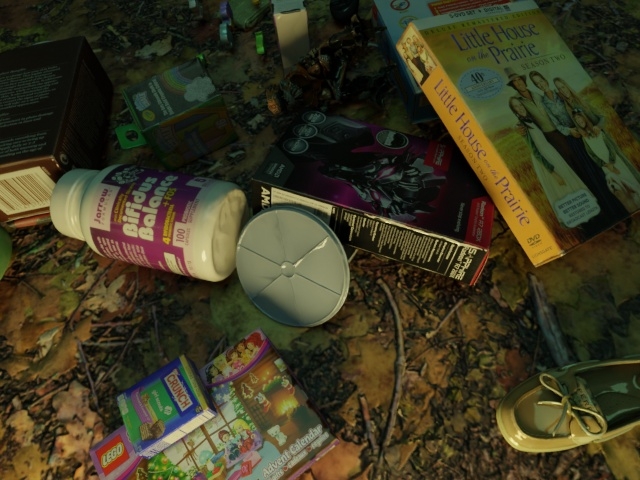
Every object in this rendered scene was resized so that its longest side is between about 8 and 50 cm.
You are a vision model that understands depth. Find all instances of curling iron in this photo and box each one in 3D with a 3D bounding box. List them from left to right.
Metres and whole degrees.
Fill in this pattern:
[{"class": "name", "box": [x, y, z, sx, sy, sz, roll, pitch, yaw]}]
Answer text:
[{"class": "curling iron", "box": [-0.485, -0.070, 0.877, 0.274, 0.035, 0.068, -9, 61, 1]}]

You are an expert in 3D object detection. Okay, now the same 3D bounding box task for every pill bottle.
[{"class": "pill bottle", "box": [-0.289, -0.039, 0.764, 0.302, 0.169, 0.169, 10, 64, 12]}]

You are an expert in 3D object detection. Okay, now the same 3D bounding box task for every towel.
[{"class": "towel", "box": [-0.184, -0.592, 1.130, 0.110, 0.027, 0.148, 27, 68, 20]}]

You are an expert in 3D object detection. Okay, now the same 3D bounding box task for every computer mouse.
[{"class": "computer mouse", "box": [0.070, -0.616, 1.114, 0.071, 0.041, 0.242, -4, 55, 23]}]

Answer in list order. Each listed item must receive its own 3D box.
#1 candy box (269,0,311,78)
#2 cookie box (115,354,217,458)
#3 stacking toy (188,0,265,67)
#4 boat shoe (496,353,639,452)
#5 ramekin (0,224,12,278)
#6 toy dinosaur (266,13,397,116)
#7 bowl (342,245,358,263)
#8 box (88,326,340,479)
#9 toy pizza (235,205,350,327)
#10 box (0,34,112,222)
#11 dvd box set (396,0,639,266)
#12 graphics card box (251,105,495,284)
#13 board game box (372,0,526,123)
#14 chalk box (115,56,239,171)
[{"class": "candy box", "box": [-0.069, -0.484, 0.980, 0.070, 0.165, 0.196, -10, 61, -1]}, {"class": "cookie box", "box": [-0.213, 0.228, 0.619, 0.107, 0.040, 0.092, -31, 59, -11]}, {"class": "stacking toy", "box": [-0.222, -0.512, 1.054, 0.167, 0.052, 0.221, -12, 68, 9]}, {"class": "boat shoe", "box": [0.380, 0.205, 0.602, 0.285, 0.089, 0.104, -18, 62, -3]}, {"class": "ramekin", "box": [-0.715, 0.033, 0.747, 0.304, 0.148, 0.303, -7, 48, 7]}, {"class": "toy dinosaur", "box": [0.022, -0.354, 0.905, 0.218, 0.164, 0.321, 0, 57, 39]}, {"class": "bowl", "box": [0.000, 0.000, 0.776, 0.142, 0.053, 0.142, 28, 68, 20]}, {"class": "box", "box": [-0.149, 0.291, 0.633, 0.293, 0.057, 0.201, -35, 63, -12]}, {"class": "toy pizza", "box": [-0.045, 0.042, 0.711, 0.201, 0.201, 0.032, 23, 23, 17]}, {"class": "box", "box": [-0.556, -0.234, 0.897, 0.191, 0.143, 0.381, -11, 57, 1]}, {"class": "dvd box set", "box": [0.351, -0.201, 0.733, 0.308, 0.062, 0.420, -21, 76, -25]}, {"class": "graphics card box", "box": [0.098, -0.089, 0.746, 0.371, 0.094, 0.232, 17, 50, 11]}, {"class": "board game box", "box": [0.296, -0.417, 0.949, 0.308, 0.086, 0.301, -13, 61, -1]}, {"class": "chalk box", "box": [-0.297, -0.239, 0.895, 0.213, 0.132, 0.132, -28, 63, -7]}]
